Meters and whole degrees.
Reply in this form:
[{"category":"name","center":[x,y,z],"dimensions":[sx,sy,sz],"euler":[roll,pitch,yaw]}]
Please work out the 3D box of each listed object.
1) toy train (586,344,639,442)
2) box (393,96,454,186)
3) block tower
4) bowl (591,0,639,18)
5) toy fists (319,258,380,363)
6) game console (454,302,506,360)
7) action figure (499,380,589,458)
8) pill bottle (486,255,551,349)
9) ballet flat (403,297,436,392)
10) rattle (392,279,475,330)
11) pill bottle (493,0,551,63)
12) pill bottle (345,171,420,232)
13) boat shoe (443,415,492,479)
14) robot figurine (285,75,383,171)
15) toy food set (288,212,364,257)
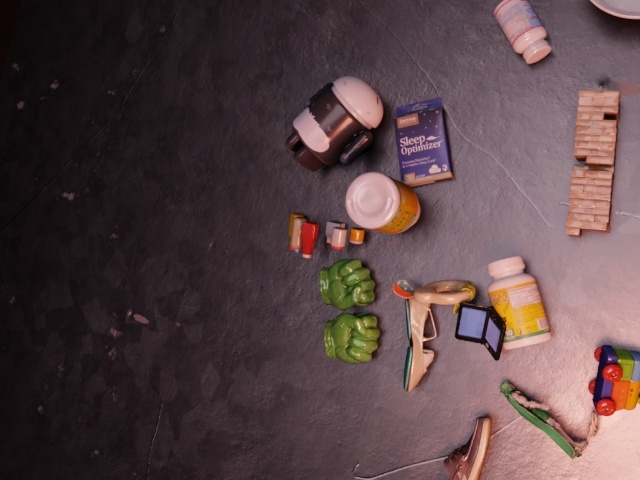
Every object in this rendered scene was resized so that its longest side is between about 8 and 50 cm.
[{"category":"toy train","center":[0.687,0.363,1.566],"dimensions":[0.143,0.105,0.248],"euler":[4,109,8]},{"category":"box","center":[0.269,-0.262,1.832],"dimensions":[0.136,0.036,0.225],"euler":[-10,80,24]},{"category":"block tower","center":[0.640,-0.175,1.622],"dimensions":[0.097,0.091,0.335],"euler":[7,89,26]},{"category":"bowl","center":[0.747,-0.629,1.585],"dimensions":[0.298,0.134,0.297],"euler":[-2,84,25]},{"category":"toy fists","center":[0.079,0.187,1.851],"dimensions":[0.142,0.096,0.279],"euler":[-9,81,23]},{"category":"game console","center":[0.382,0.219,1.660],"dimensions":[0.071,0.122,0.107],"euler":[-11,38,-14]},{"category":"action figure","center":[0.516,0.412,1.628],"dimensions":[0.232,0.137,0.063],"euler":[39,87,31]},{"category":"pill bottle","center":[0.468,0.148,1.661],"dimensions":[0.118,0.117,0.208],"euler":[-17,79,23]},{"category":"ballet flat","center":[0.256,0.265,1.776],"dimensions":[0.086,0.086,0.248],"euler":[-1,84,25]},{"category":"rattle","center":[0.287,0.168,1.743],"dimensions":[0.200,0.130,0.142],"euler":[-8,121,-1]},{"category":"pill bottle","center":[0.502,-0.522,1.715],"dimensions":[0.087,0.087,0.160],"euler":[-30,75,20]},{"category":"pill bottle","center":[0.169,-0.088,1.747],"dimensions":[0.136,0.246,0.136],"euler":[-2,85,25]},{"category":"boat shoe","center":[0.345,0.559,1.695],"dimensions":[0.092,0.103,0.285],"euler":[18,99,20]},{"category":"robot figurine","center":[0.040,-0.313,1.870],"dimensions":[0.278,0.173,0.209],"euler":[-42,94,16]},{"category":"toy food set","center":[0.000,0.000,1.897],"dimensions":[0.232,0.111,0.104],"euler":[14,104,24]}]
